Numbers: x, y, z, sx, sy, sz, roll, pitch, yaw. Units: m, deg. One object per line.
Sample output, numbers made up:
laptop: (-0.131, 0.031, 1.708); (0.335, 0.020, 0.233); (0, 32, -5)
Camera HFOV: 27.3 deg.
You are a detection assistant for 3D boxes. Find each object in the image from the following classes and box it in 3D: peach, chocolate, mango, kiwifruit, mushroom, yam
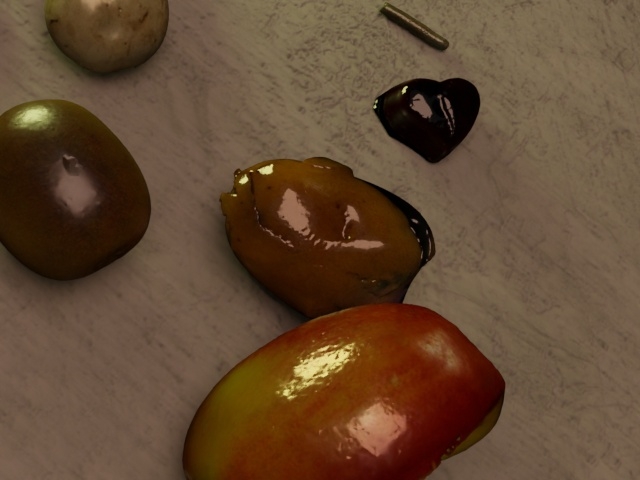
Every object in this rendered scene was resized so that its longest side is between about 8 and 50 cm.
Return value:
peach: (0.020, 0.216, 1.599); (0.380, 0.306, 0.242); (-29, 89, -18)
chocolate: (0.159, -0.181, 1.885); (0.149, 0.080, 0.125); (1, 71, -18)
mango: (0.000, 0.000, 1.737); (0.287, 0.152, 0.201); (32, 63, -5)
kiwifruit: (-0.325, -0.068, 1.644); (0.196, 0.196, 0.234); (-27, 75, -23)
mushroom: (-0.286, -0.305, 1.772); (0.166, 0.127, 0.166); (-2, 96, -18)
yam: (0.140, -0.317, 1.956); (0.116, 0.021, 0.021); (31, 66, -4)
